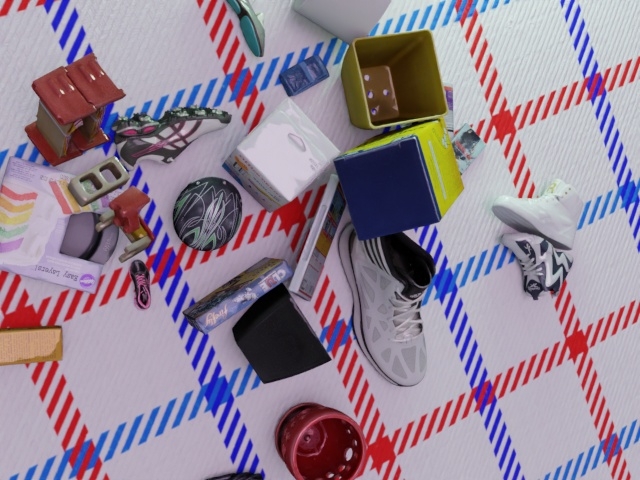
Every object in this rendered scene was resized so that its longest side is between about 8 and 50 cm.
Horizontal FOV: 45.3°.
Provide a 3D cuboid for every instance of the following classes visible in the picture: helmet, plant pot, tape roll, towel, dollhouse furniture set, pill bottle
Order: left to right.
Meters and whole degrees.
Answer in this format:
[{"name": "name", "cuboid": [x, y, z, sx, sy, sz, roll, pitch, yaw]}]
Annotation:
[{"name": "dollhouse furniture set", "cuboid": [-0.442, -0.167, 1.599, 0.152, 0.201, 0.374, -36, 88, -33]}, {"name": "helmet", "cuboid": [-0.256, -0.060, 1.748, 0.169, 0.161, 0.170, 0, 91, -21]}, {"name": "plant pot", "cuboid": [-0.104, 0.227, 1.809, 0.167, 0.188, 0.187, -32, 102, -4]}, {"name": "towel", "cuboid": [-0.040, -0.407, 1.895, 0.119, 0.029, 0.067, -32, 101, -17]}, {"name": "plant pot", "cuboid": [-0.007, 0.489, 1.841, 0.191, 0.174, 0.191, 0, 90, -20]}, {"name": "tape roll", "cuboid": [0.068, -0.609, 1.819, 0.169, 0.246, 0.246, 27, 82, -18]}, {"name": "plant pot", "cuboid": [0.160, -0.376, 1.882, 0.212, 0.187, 0.212, -13, 91, -20]}, {"name": "pill bottle", "cuboid": [0.289, -0.307, 1.977, 0.108, 0.108, 0.194, -2, 92, -20]}]

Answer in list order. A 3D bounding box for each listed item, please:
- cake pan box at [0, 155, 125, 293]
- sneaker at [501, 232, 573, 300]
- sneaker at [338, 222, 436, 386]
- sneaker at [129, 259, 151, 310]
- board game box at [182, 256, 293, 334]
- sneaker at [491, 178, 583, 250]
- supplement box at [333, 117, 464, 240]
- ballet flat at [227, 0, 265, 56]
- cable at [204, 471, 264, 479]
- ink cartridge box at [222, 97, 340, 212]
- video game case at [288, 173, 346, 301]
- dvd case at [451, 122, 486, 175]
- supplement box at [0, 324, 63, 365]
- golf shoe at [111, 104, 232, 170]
[{"name": "cake pan box", "cuboid": [-0.580, -0.029, 1.680, 0.266, 0.070, 0.246, 19, 86, -20]}, {"name": "sneaker", "cuboid": [0.580, 0.080, 2.096, 0.235, 0.094, 0.153, 26, 73, -29]}, {"name": "sneaker", "cuboid": [0.187, 0.167, 1.865, 0.169, 0.257, 0.448, -22, 98, -19]}, {"name": "sneaker", "cuboid": [-0.407, 0.102, 1.751, 0.047, 0.057, 0.119, -11, 93, -18]}, {"name": "board game box", "cuboid": [-0.193, 0.123, 1.773, 0.243, 0.165, 0.042, -34, 102, -16]}, {"name": "sneaker", "cuboid": [0.599, -0.101, 2.103, 0.292, 0.108, 0.169, 25, 80, -29]}, {"name": "supplement box", "cuboid": [0.194, -0.153, 1.791, 0.194, 0.356, 0.195, -14, 100, 22]}, {"name": "ballet flat", "cuboid": [-0.170, -0.543, 1.824, 0.068, 0.072, 0.213, -33, 101, -21]}, {"name": "cable", "cuboid": [-0.202, 0.630, 1.839, 0.184, 0.047, 0.151, -6, 93, -21]}, {"name": "ink cartridge box", "cuboid": [-0.097, -0.188, 1.759, 0.171, 0.232, 0.168, 45, 76, -8]}, {"name": "video game case", "cuboid": [0.000, 0.000, 1.832, 0.025, 0.204, 0.285, 19, 83, 11]}, {"name": "dvd case", "cuboid": [0.383, -0.244, 2.063, 0.087, 0.013, 0.119, 45, 77, -15]}, {"name": "supplement box", "cuboid": [-0.673, 0.227, 1.643, 0.233, 0.078, 0.080, -4, 92, -20]}, {"name": "golf shoe", "cuboid": [-0.336, -0.242, 1.764, 0.272, 0.105, 0.120, -12, 113, -16]}]
